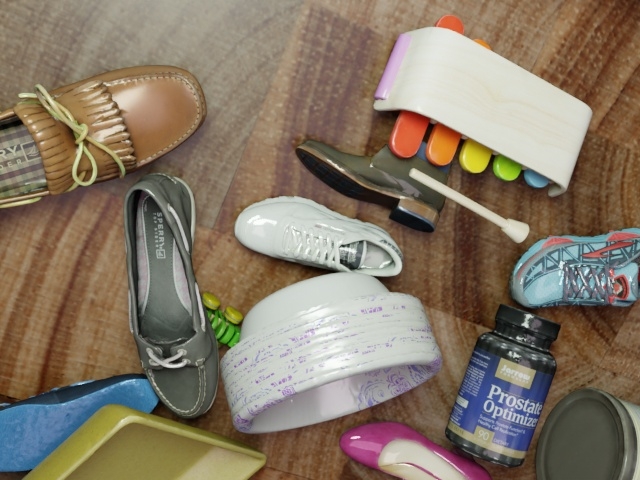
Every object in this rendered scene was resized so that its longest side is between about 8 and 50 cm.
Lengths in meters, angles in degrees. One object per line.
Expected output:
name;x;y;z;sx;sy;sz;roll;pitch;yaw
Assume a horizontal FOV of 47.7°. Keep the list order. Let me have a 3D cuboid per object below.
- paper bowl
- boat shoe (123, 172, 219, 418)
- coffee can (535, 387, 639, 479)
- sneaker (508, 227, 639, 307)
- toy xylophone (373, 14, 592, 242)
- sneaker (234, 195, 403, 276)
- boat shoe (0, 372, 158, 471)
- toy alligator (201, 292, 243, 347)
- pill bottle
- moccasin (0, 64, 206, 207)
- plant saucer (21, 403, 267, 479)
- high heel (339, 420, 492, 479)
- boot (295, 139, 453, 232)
paper bowl;0.006;0.144;0.961;0.284;0.284;0.148;-17;69;-4
boat shoe;-0.206;0.080;0.943;0.112;0.095;0.335;-5;96;11
coffee can;0.513;0.367;1.133;0.275;0.201;0.201;21;102;-15
sneaker;0.408;0.045;1.056;0.262;0.125;0.104;-14;108;-5
toy xylophone;0.218;-0.144;0.962;0.323;0.081;0.236;32;81;-16
sneaker;0.000;0.000;0.989;0.235;0.095;0.090;9;107;-11
boat shoe;-0.351;0.253;1.003;0.258;0.089;0.109;-10;94;-11
toy alligator;-0.131;0.131;1.028;0.190;0.051;0.056;35;99;-18
pill bottle;0.276;0.212;1.078;0.123;0.123;0.219;19;90;-15
moccasin;-0.323;-0.120;0.867;0.380;0.147;0.139;-12;109;-6
plant saucer;-0.286;0.350;0.991;0.333;0.081;0.333;-43;145;4
high heel;0.150;0.351;1.109;0.244;0.117;0.082;22;102;-16
boot;0.079;-0.105;0.996;0.219;0.082;0.106;29;76;-9
